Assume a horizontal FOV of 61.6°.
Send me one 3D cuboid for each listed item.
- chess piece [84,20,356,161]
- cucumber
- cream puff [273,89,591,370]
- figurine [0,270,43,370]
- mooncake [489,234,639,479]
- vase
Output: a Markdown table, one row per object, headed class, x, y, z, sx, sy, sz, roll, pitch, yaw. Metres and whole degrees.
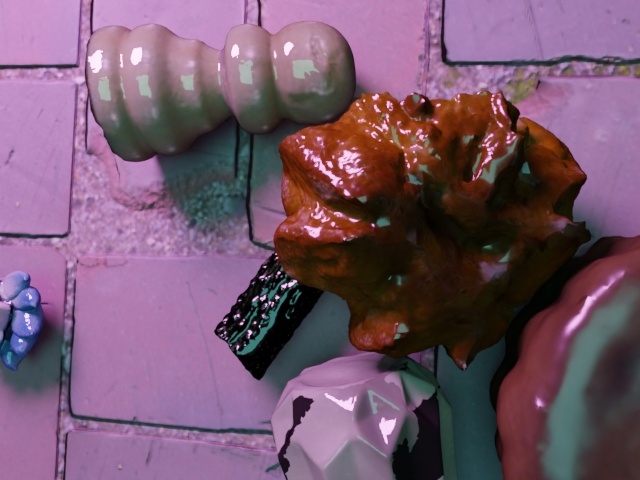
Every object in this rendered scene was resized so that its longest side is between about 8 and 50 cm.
| class | x | y | z | sx | sy | sz | roll | pitch | yaw |
| --- | --- | --- | --- | --- | --- | --- | --- | --- | --- |
| chess piece | -0.086 | -0.156 | 0.530 | 0.243 | 0.133 | 0.133 | -6 | 88 | 4 |
| cucumber | 0.001 | 0.001 | 0.534 | 0.072 | 0.072 | 0.300 | 36 | 91 | 8 |
| cream puff | 0.098 | -0.020 | 0.453 | 0.268 | 0.155 | 0.241 | -31 | 109 | -5 |
| figurine | -0.346 | 0.091 | 0.580 | 0.114 | 0.079 | 0.115 | 0 | 86 | 2 |
| mooncake | 0.298 | 0.149 | 0.430 | 0.323 | 0.187 | 0.324 | 0 | 87 | 8 |
| vase | 0.065 | 0.291 | 0.482 | 0.164 | 0.165 | 0.361 | -13 | 90 | 8 |
